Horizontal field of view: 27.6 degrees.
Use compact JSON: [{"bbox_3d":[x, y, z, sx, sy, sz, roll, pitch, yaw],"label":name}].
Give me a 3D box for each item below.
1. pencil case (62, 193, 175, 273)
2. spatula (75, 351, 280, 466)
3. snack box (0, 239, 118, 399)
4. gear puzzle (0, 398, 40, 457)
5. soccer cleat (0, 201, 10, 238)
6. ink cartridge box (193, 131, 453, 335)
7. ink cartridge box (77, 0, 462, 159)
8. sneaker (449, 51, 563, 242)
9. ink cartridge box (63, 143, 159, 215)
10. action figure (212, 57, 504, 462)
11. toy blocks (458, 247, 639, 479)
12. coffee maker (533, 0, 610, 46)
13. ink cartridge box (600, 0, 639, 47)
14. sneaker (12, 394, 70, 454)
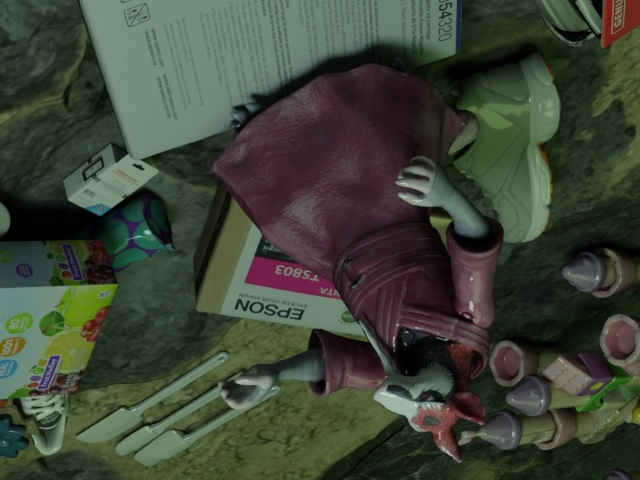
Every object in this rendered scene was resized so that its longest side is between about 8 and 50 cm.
[{"bbox_3d":[-0.225,0.013,1.356,0.152,0.064,0.070,-28,141,12],"label":"pencil case"},{"bbox_3d":[-0.182,0.228,1.730,0.242,0.019,0.168,-33,139,17],"label":"spatula"},{"bbox_3d":[-0.323,0.082,1.276,0.207,0.070,0.174,-1,136,-30],"label":"snack box"},{"bbox_3d":[-0.425,0.135,1.377,0.176,0.044,0.339,-3,134,10],"label":"gear puzzle"},{"bbox_3d":[-0.398,-0.011,1.245,0.196,0.068,0.076,-7,166,-22],"label":"soccer cleat"},{"bbox_3d":[0.000,0.000,1.370,0.235,0.088,0.193,9,131,-14],"label":"ink cartridge box"},{"bbox_3d":[-0.042,-0.234,1.096,0.330,0.071,0.324,-20,146,-9],"label":"ink cartridge box"},{"bbox_3d":[0.185,-0.093,1.405,0.121,0.099,0.262,-9,138,-3],"label":"sneaker"},{"bbox_3d":[-0.207,-0.064,1.288,0.083,0.028,0.048,-34,144,20],"label":"ink cartridge box"},{"bbox_3d":[0.054,0.032,1.135,0.248,0.370,0.276,-35,150,20],"label":"action figure"},{"bbox_3d":[0.351,0.200,1.692,0.260,0.309,0.288,1,141,-38],"label":"toy blocks"},{"bbox_3d":[0.234,-0.283,1.146,0.171,0.120,0.178,-51,142,3],"label":"coffee maker"},{"bbox_3d":[0.350,-0.316,1.072,0.261,0.066,0.296,-35,142,-19],"label":"ink cartridge box"},{"bbox_3d":[-0.319,0.151,1.480,0.090,0.094,0.235,-11,144,-10],"label":"sneaker"}]
